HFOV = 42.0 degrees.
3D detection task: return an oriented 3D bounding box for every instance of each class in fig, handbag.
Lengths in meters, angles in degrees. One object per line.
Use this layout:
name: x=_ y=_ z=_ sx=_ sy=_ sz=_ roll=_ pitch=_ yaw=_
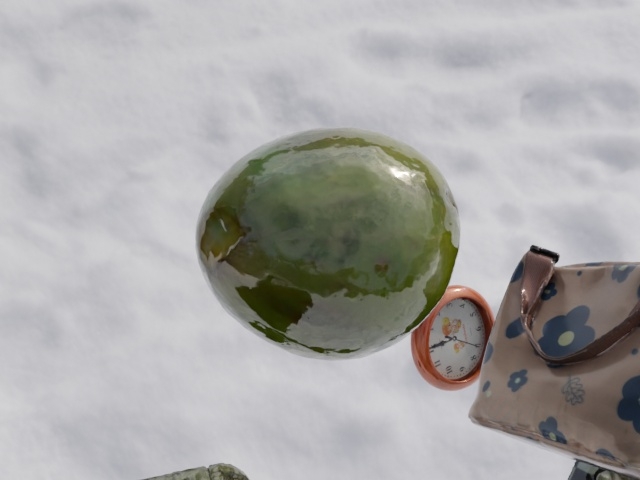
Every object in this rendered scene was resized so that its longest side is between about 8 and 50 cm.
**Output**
fig: x=0.000 y=0.000 z=0.622 sx=0.191 sy=0.181 sz=0.181 roll=-4 pitch=55 yaw=-41
handbag: x=0.281 y=0.113 z=0.751 sx=0.190 sy=0.251 sz=0.193 roll=18 pitch=81 yaw=-28

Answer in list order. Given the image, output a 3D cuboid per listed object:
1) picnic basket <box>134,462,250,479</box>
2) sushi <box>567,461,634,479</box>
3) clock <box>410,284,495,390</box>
picnic basket: x=-0.084 y=0.258 z=0.525 sx=0.154 sy=0.134 sz=0.196 roll=-6 pitch=25 yaw=-18
sushi: x=0.533 y=0.368 z=1.168 sx=0.343 sy=0.064 sz=0.359 roll=26 pitch=85 yaw=8
clock: x=0.257 y=0.188 z=1.606 sx=0.205 sy=0.051 sz=0.205 roll=-1 pitch=91 yaw=-32
